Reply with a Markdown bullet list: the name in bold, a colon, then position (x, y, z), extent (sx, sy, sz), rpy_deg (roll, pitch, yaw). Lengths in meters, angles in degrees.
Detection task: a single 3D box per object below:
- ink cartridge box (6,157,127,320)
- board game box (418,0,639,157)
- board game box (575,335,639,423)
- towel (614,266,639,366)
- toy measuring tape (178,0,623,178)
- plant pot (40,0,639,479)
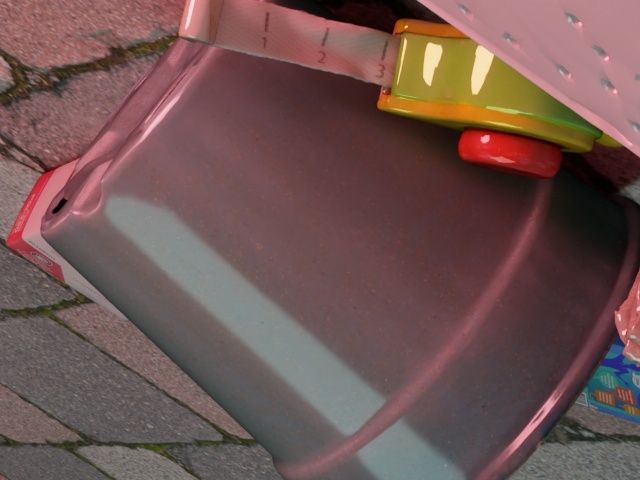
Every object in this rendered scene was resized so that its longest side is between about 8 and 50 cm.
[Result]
- **ink cartridge box**: position (-0.187, -0.007, 1.823), extent (0.159, 0.092, 0.218), rpy_deg (34, 155, -21)
- **board game box**: position (0.056, -0.230, 0.932), extent (0.390, 0.050, 0.390), rpy_deg (40, 167, 31)
- **board game box**: position (0.308, 0.119, 1.633), extent (0.210, 0.047, 0.160), rpy_deg (17, 156, 20)
- **towel**: position (0.350, 0.048, 1.246), extent (0.282, 0.187, 0.049), rpy_deg (23, 154, 7)
- **toy measuring tape**: position (0.079, -0.111, 1.206), extent (0.330, 0.121, 0.121), rpy_deg (13, 164, -24)
- **plant pot**: position (0.000, 0.000, 1.368), extent (0.334, 0.341, 0.341), rpy_deg (39, 155, -12)
